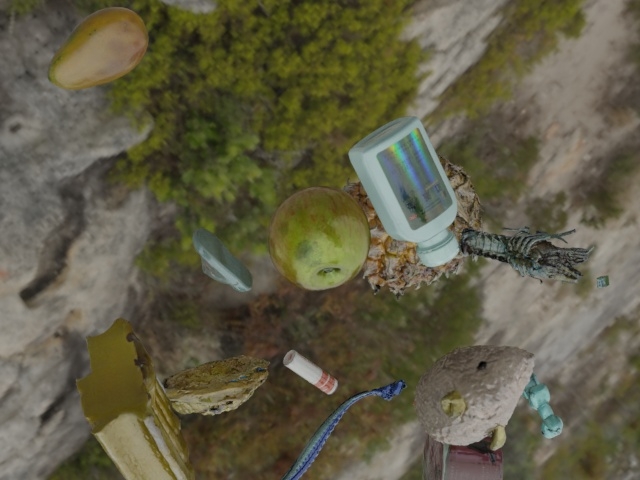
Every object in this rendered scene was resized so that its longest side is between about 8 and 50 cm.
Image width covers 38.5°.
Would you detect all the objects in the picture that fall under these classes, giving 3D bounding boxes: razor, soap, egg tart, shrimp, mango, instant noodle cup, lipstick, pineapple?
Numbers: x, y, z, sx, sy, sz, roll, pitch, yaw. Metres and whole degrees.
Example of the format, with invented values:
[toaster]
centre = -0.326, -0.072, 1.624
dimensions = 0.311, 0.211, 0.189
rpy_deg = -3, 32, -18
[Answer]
[razor]
centre = 0.008, 0.339, 1.544
dimensions = 0.324, 0.056, 0.093
rpy_deg = -41, 173, -16
[soap]
centre = -0.349, 0.328, 1.754
dimensions = 0.143, 0.259, 0.281
rpy_deg = -22, 134, -3
[egg tart]
centre = -0.252, 0.361, 2.220
dimensions = 0.290, 0.107, 0.291
rpy_deg = -11, -173, 1
[shrimp]
centre = 0.277, 0.010, 1.237
dimensions = 0.076, 0.174, 0.082
rpy_deg = -22, 123, -66
[mango]
centre = -0.336, -0.288, 1.398
dimensions = 0.163, 0.089, 0.111
rpy_deg = -37, 153, 21
[instant noodle cup]
centre = 0.387, 0.618, 2.504
dimensions = 0.178, 0.235, 0.235
rpy_deg = 6, 144, -5
[lipstick]
centre = -0.020, 0.282, 1.959
dimensions = 0.130, 0.038, 0.038
rpy_deg = 38, 101, -27
[pineapple]
centre = 0.229, -0.046, 2.238
dimensions = 0.300, 0.352, 0.352
rpy_deg = -20, 172, 34

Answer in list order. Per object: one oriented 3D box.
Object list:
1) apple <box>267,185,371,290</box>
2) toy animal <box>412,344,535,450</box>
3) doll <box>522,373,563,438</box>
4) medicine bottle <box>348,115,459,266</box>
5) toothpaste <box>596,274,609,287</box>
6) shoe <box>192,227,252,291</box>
[apple]
centre = 0.000, 0.000, 1.696
dimensions = 0.196, 0.196, 0.196
rpy_deg = -35, 157, -18
[toy animal]
centre = 0.328, 0.361, 2.117
dimensions = 0.358, 0.188, 0.226
rpy_deg = -36, -157, 51
[doll]
centre = 0.565, 0.427, 2.328
dimensions = 0.059, 0.159, 0.159
rpy_deg = -26, -164, -2
[medicine bottle]
centre = 0.144, -0.069, 1.433
dimensions = 0.121, 0.229, 0.083
rpy_deg = -34, -161, -21
[toothpaste]
centre = 0.546, 0.080, 1.773
dimensions = 0.017, 0.020, 0.083
rpy_deg = -7, 178, 22
[shoe]
centre = -0.232, 0.056, 2.035
dimensions = 0.078, 0.079, 0.195
rpy_deg = -29, 129, 23
